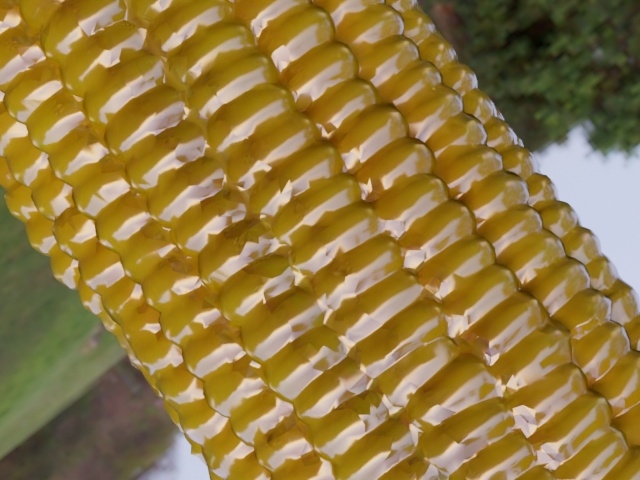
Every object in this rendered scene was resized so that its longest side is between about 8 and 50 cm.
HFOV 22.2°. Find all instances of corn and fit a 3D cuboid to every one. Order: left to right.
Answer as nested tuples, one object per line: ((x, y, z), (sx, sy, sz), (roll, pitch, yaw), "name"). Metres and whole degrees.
((0.000, 0.000, 0.438), (0.131, 0.344, 0.131), (-35, 173, -5), "corn")
